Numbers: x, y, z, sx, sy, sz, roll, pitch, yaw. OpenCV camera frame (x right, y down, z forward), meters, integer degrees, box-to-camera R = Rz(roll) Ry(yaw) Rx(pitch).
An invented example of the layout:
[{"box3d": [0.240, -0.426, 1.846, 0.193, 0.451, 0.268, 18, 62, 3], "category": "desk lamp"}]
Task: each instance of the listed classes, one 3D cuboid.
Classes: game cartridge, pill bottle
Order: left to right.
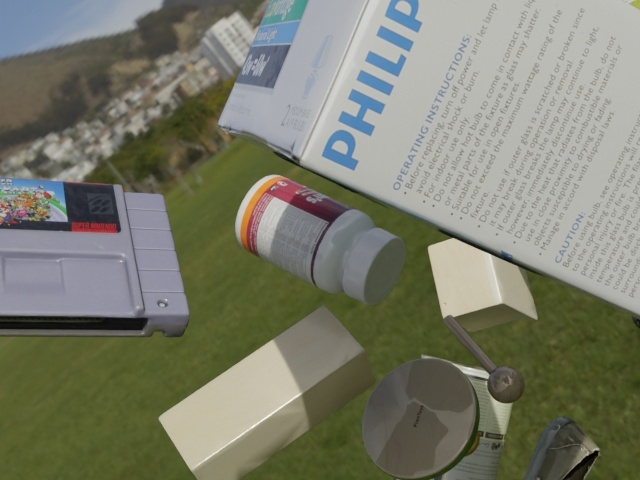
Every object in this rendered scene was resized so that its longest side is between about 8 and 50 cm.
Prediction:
[{"box3d": [-0.348, 0.015, 1.159, 0.068, 0.355, 0.230, 115, 148, -42], "category": "game cartridge"}, {"box3d": [0.000, 0.000, 1.337, 0.221, 0.121, 0.121, 25, 52, 29], "category": "pill bottle"}]

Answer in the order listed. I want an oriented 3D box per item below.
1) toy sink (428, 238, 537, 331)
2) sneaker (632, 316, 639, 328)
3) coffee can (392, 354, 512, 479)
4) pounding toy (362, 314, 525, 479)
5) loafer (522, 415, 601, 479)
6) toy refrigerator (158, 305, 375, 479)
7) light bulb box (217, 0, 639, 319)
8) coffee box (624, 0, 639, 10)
[{"box3d": [0.321, 0.089, 1.925, 0.131, 0.152, 0.234, -19, -20, 25], "category": "toy sink"}, {"box3d": [0.436, 0.106, 1.186, 0.139, 0.125, 0.341, -64, 31, 14], "category": "sneaker"}, {"box3d": [0.268, 0.384, 1.931, 0.201, 0.202, 0.275, -179, 104, -76], "category": "coffee can"}, {"box3d": [0.183, 0.257, 1.421, 0.237, 0.110, 0.183, -47, 45, -1], "category": "pounding toy"}, {"box3d": [0.350, 0.395, 1.475, 0.087, 0.094, 0.251, 27, 102, 43], "category": "loafer"}, {"box3d": [-0.067, 0.215, 1.297, 0.270, 0.094, 0.102, -34, 49, -12], "category": "toy refrigerator"}, {"box3d": [0.133, -0.120, 0.894, 0.225, 0.361, 0.358, -66, 18, 4], "category": "light bulb box"}, {"box3d": [0.628, -0.343, 2.165, 0.338, 0.337, 0.334, -25, 33, 16], "category": "coffee box"}]
